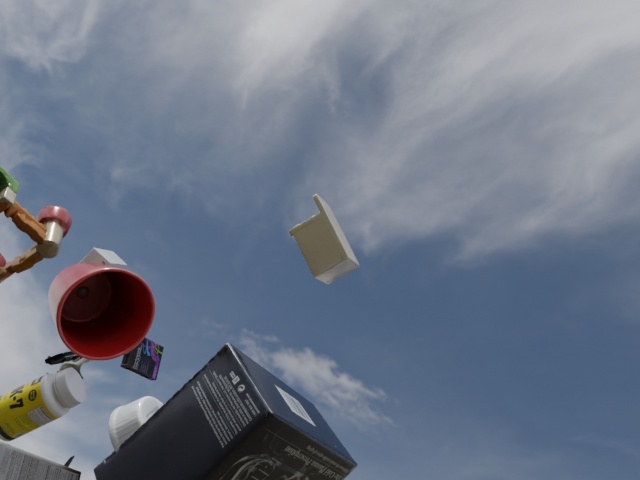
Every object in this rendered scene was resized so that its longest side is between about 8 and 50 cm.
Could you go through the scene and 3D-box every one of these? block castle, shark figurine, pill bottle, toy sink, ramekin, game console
[{"bbox_3d":[-0.856,-0.095,1.286,0.303,0.213,0.453,-33,-54,2],"label":"block castle"},{"bbox_3d":[-0.981,0.504,2.170,0.166,0.116,0.278,33,-46,0],"label":"shark figurine"},{"bbox_3d":[-0.726,0.418,1.410,0.208,0.119,0.119,-25,-58,-5],"label":"pill bottle"},{"bbox_3d":[0.000,0.000,1.688,0.131,0.153,0.234,-29,-108,9],"label":"toy sink"},{"bbox_3d":[-0.691,0.756,2.162,0.135,0.277,0.277,-31,-66,6],"label":"ramekin"},{"bbox_3d":[-1.013,0.480,2.374,0.213,0.361,0.044,-31,-103,16],"label":"game console"}]

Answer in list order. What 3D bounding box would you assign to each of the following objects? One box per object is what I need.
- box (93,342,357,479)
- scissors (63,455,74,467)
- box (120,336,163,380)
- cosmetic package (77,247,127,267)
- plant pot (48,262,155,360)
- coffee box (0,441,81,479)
[{"bbox_3d":[-0.154,0.411,0.989,0.179,0.312,0.343,44,-4,44],"label":"box"},{"bbox_3d":[-0.779,0.735,1.535,0.297,0.109,0.021,-40,-31,6],"label":"scissors"},{"bbox_3d":[-0.576,0.377,1.776,0.029,0.116,0.162,-5,-29,21],"label":"box"},{"bbox_3d":[-0.764,0.096,1.895,0.085,0.117,0.231,42,-9,-1],"label":"cosmetic package"},{"bbox_3d":[-0.665,0.184,1.609,0.243,0.275,0.275,17,-40,48],"label":"plant pot"},{"bbox_3d":[-0.460,0.345,0.747,0.141,0.098,0.247,-2,-32,5],"label":"coffee box"}]
